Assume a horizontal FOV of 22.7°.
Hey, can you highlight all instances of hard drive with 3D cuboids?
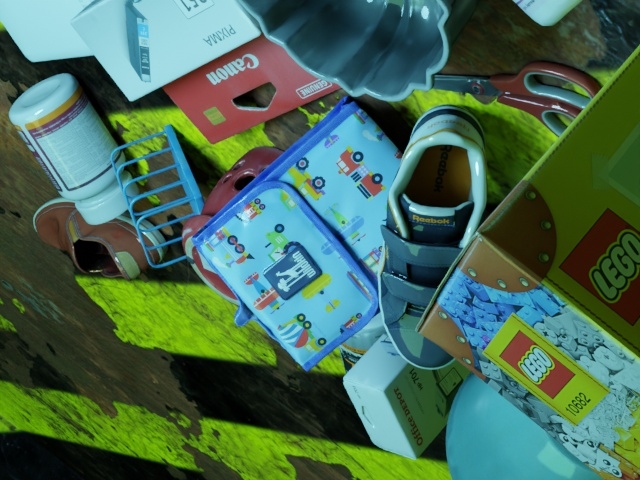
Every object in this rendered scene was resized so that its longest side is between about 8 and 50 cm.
[{"bbox_3d":[-0.374,-0.366,2.260,0.353,0.047,0.233,2,132,50],"label":"hard drive"}]

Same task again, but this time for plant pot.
[{"bbox_3d":[0.310,0.215,1.866,0.293,0.293,0.235,39,160,9],"label":"plant pot"},{"bbox_3d":[-0.086,-0.008,2.242,0.191,0.174,0.191,33,152,20],"label":"plant pot"}]

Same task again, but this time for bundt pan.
[{"bbox_3d":[0.039,-0.315,1.713,0.331,0.124,0.331,32,149,22],"label":"bundt pan"}]

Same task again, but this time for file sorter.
[{"bbox_3d":[-0.233,-0.062,2.350,0.118,0.104,0.170,78,170,-46],"label":"file sorter"}]

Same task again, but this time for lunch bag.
[{"bbox_3d":[0.000,0.000,1.991,0.221,0.293,0.138,48,-178,-8],"label":"lunch bag"}]

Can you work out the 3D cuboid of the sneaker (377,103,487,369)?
[{"bbox_3d":[0.128,0.006,1.863,0.126,0.127,0.321,4,103,7],"label":"sneaker"}]

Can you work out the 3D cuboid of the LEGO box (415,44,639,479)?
[{"bbox_3d":[0.381,-0.013,1.282,0.372,0.500,0.193,39,152,8],"label":"LEGO box"}]

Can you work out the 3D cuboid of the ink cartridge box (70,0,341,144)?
[{"bbox_3d":[-0.153,-0.242,2.069,0.296,0.066,0.261,-19,115,48],"label":"ink cartridge box"}]

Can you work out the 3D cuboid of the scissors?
[{"bbox_3d":[0.194,-0.182,1.808,0.297,0.021,0.109,24,149,34],"label":"scissors"}]

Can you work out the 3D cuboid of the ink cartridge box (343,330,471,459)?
[{"bbox_3d":[0.137,0.182,2.185,0.082,0.191,0.140,13,140,44],"label":"ink cartridge box"}]

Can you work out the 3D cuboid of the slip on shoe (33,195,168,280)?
[{"bbox_3d":[-0.397,0.001,2.729,0.331,0.101,0.123,14,142,45],"label":"slip on shoe"}]

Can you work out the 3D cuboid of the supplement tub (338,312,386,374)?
[{"bbox_3d":[0.084,0.146,2.286,0.117,0.117,0.190,23,146,34],"label":"supplement tub"}]

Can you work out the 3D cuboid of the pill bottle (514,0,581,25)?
[{"bbox_3d":[0.159,-0.355,1.457,0.301,0.169,0.169,45,152,-2],"label":"pill bottle"}]

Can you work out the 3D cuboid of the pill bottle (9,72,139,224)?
[{"bbox_3d":[-0.381,-0.140,2.494,0.121,0.121,0.221,6,134,49],"label":"pill bottle"}]
